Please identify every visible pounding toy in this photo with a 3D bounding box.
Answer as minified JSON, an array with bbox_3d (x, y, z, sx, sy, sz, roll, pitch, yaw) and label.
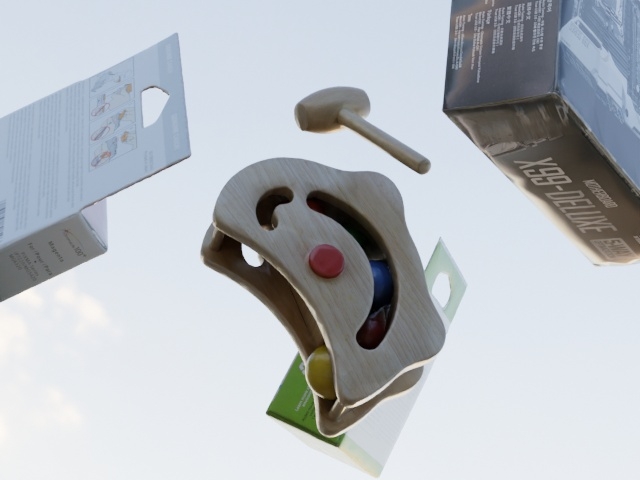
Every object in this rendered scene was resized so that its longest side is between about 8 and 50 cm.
[{"bbox_3d":[0.000,0.000,1.215,0.154,0.269,0.155,-9,-24,-18],"label":"pounding toy"}]

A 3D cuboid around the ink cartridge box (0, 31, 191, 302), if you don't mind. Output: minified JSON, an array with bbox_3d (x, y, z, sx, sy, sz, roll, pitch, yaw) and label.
[{"bbox_3d":[-0.228,-0.078,1.553,0.239,0.275,0.060,-24,-58,7],"label":"ink cartridge box"}]

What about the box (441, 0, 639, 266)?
[{"bbox_3d":[0.172,-0.169,1.014,0.076,0.307,0.242,-7,-27,30],"label":"box"}]

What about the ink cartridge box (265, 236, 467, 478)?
[{"bbox_3d":[0.061,0.121,1.780,0.097,0.255,0.189,22,-12,22],"label":"ink cartridge box"}]
